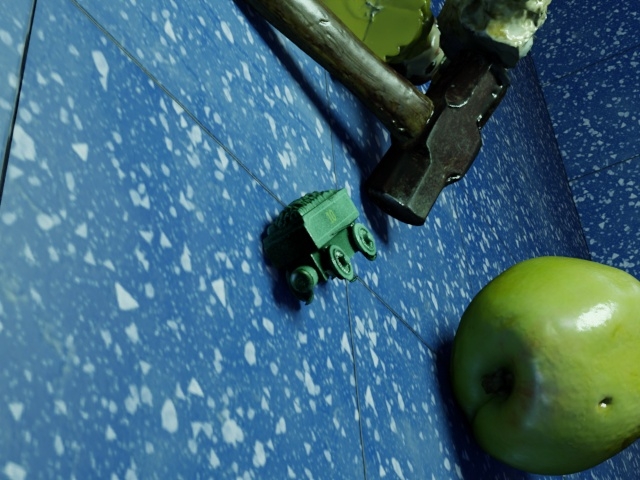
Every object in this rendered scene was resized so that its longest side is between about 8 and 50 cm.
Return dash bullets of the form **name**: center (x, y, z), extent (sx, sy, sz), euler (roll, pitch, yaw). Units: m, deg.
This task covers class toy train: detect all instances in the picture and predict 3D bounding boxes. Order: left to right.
- **toy train**: center (0.000, 0.000, 0.945), extent (0.099, 0.070, 0.172), euler (60, 23, -3)

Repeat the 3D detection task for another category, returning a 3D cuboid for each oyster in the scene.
- **oyster**: center (0.236, -0.297, 1.257), extent (0.166, 0.110, 0.341), euler (43, -7, -9)

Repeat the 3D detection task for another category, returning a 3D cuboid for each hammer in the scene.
- **hammer**: center (0.053, -0.217, 1.158), extent (0.409, 0.242, 0.095), euler (36, -8, -30)
- **hammer**: center (0.183, -0.252, 1.457), extent (0.021, 0.201, 0.078), euler (35, -6, 11)

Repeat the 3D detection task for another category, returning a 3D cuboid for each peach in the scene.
- **peach**: center (0.327, 0.162, 1.254), extent (0.316, 0.314, 0.281), euler (-24, 76, -29)

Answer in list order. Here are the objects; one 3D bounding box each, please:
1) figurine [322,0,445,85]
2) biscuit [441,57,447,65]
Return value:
- **figurine**: center (0.126, -0.318, 1.394), extent (0.315, 0.168, 0.187), euler (11, 72, -68)
- **biscuit**: center (0.302, -0.342, 1.992), extent (0.147, 0.046, 0.250), euler (63, 23, -12)
